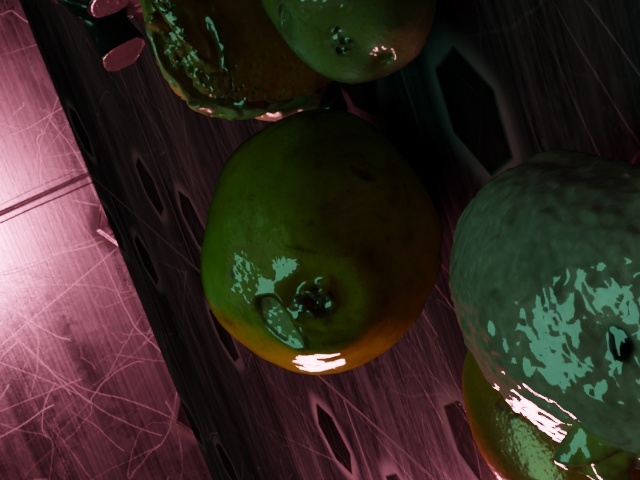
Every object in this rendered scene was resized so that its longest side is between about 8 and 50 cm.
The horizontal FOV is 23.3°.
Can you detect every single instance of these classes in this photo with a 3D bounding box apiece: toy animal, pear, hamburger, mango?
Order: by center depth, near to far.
[{"bbox_3d":[0.199,0.052,1.114,0.358,0.188,0.226,-153,46,-67],"label":"toy animal"},{"bbox_3d":[0.205,0.175,1.455,0.217,0.102,0.141,54,156,27],"label":"mango"},{"bbox_3d":[-0.067,-0.232,1.483,0.163,0.244,0.244,-11,104,64],"label":"hamburger"},{"bbox_3d":[0.000,0.000,1.603,0.321,0.269,0.269,-100,-11,-76],"label":"pear"}]

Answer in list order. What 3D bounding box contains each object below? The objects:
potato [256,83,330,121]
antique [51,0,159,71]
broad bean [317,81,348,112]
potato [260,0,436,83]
[{"bbox_3d":[-0.088,-0.249,1.661,0.160,0.111,0.271,-7,100,56],"label":"potato"},{"bbox_3d":[-0.295,-0.385,2.095,0.255,0.185,0.322,58,168,17],"label":"antique"},{"bbox_3d":[-0.042,-0.227,1.745,0.256,0.052,0.053,56,-157,19],"label":"broad bean"},{"bbox_3d":[0.005,-0.258,1.337,0.174,0.159,0.251,-39,67,45],"label":"potato"}]
